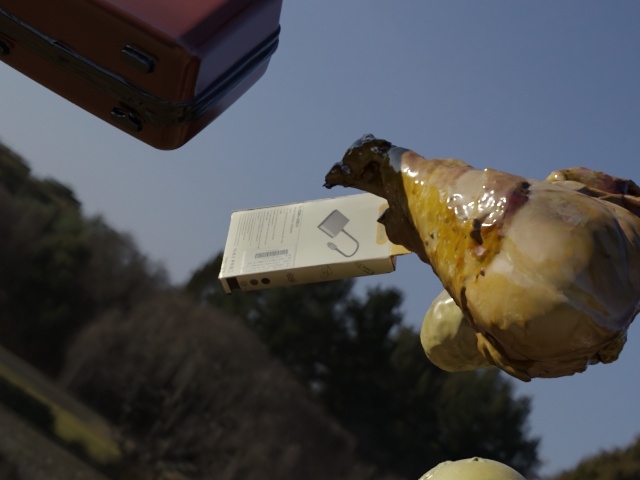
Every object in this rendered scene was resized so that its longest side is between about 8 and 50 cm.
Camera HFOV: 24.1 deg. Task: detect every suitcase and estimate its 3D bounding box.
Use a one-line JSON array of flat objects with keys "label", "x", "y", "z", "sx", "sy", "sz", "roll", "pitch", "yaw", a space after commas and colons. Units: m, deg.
[{"label": "suitcase", "x": -0.205, "y": -0.249, "z": 1.590, "sx": 0.297, "sy": 0.236, "sz": 0.161, "roll": 29, "pitch": -46, "yaw": 13}]

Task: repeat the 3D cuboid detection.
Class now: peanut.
[{"label": "peanut", "x": 0.236, "y": 0.054, "z": 1.697, "sx": 0.125, "sy": 0.274, "sz": 0.111, "roll": 40, "pitch": -15, "yaw": 42}]

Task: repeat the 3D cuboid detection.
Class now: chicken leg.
[{"label": "chicken leg", "x": 0.185, "y": -0.014, "z": 1.494, "sx": 0.409, "sy": 0.295, "sz": 0.182, "roll": 29, "pitch": -51, "yaw": 42}]

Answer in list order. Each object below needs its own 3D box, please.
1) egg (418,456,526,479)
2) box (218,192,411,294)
[{"label": "egg", "x": 0.168, "y": 0.331, "z": 1.706, "sx": 0.164, "sy": 0.164, "sz": 0.201, "roll": 30, "pitch": 34, "yaw": 21}, {"label": "box", "x": 0.000, "y": 0.000, "z": 1.870, "sx": 0.247, "sy": 0.129, "sz": 0.033, "roll": -7, "pitch": -49, "yaw": 15}]
